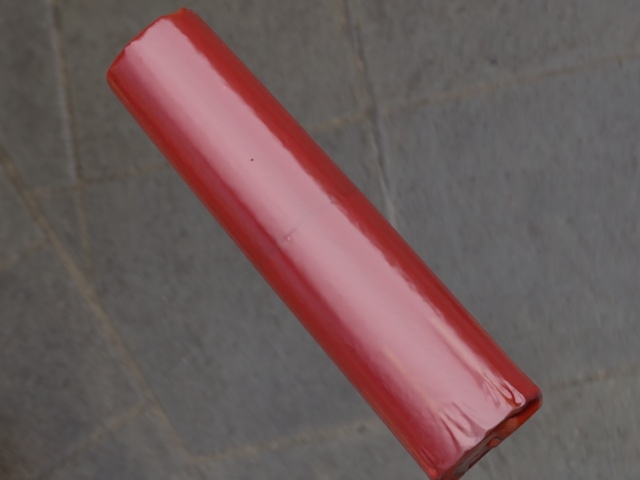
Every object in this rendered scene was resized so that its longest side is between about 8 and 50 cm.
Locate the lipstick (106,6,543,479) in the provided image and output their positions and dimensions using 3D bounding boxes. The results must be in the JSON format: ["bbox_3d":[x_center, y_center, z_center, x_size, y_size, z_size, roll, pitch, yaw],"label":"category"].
[{"bbox_3d":[-0.001,0.001,0.978,0.073,0.073,0.280,-40,77,-3],"label":"lipstick"}]
